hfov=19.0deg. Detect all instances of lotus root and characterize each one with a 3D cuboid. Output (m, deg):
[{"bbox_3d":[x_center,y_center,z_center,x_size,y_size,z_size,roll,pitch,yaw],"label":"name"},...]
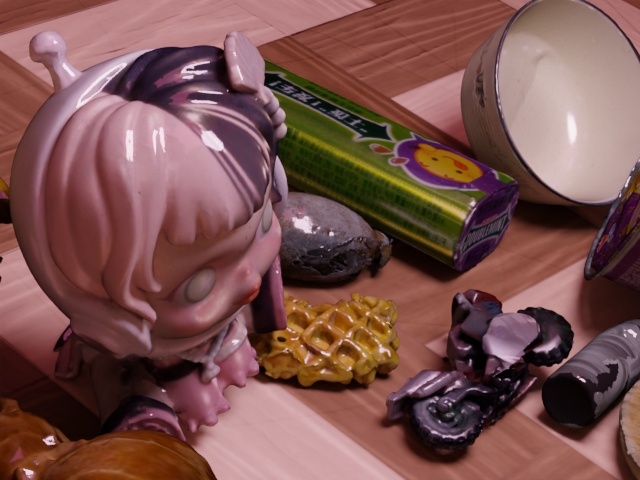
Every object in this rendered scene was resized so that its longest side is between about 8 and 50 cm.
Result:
[{"bbox_3d":[0.001,-0.001,1.890,0.165,0.088,0.088,10,32,-23],"label":"lotus root"}]

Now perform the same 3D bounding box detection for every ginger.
[{"bbox_3d":[-0.214,0.229,1.422,0.357,0.152,0.274,-17,24,-38],"label":"ginger"}]

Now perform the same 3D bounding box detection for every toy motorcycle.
[{"bbox_3d":[0.138,0.111,1.765,0.122,0.082,0.213,26,44,29],"label":"toy motorcycle"}]

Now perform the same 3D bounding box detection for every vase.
[{"bbox_3d":[0.283,0.115,1.831,0.060,0.060,0.211,29,32,23],"label":"vase"}]

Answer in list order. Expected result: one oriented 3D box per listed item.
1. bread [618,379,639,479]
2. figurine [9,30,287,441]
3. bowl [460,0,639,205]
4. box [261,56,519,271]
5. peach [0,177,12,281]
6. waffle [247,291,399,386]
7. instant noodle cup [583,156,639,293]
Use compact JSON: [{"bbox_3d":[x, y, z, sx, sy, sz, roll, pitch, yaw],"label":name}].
[{"bbox_3d":[0.395,0.202,1.756,0.267,0.040,0.267,10,33,-7],"label":"bread"},{"bbox_3d":[-0.144,0.009,1.571,0.211,0.361,0.253,14,49,10],"label":"figurine"},{"bbox_3d":[0.243,-0.141,2.089,0.237,0.238,0.126,-19,1,-39],"label":"bowl"},{"bbox_3d":[0.028,-0.085,2.009,0.345,0.097,0.134,27,28,21],"label":"box"},{"bbox_3d":[-0.462,-0.033,1.563,0.406,0.310,0.335,46,-3,13],"label":"peach"},{"bbox_3d":[-0.019,0.074,1.795,0.194,0.051,0.149,7,35,-8],"label":"waffle"},{"bbox_3d":[0.459,-0.040,1.885,0.266,0.340,0.340,31,35,2],"label":"instant noodle cup"}]
